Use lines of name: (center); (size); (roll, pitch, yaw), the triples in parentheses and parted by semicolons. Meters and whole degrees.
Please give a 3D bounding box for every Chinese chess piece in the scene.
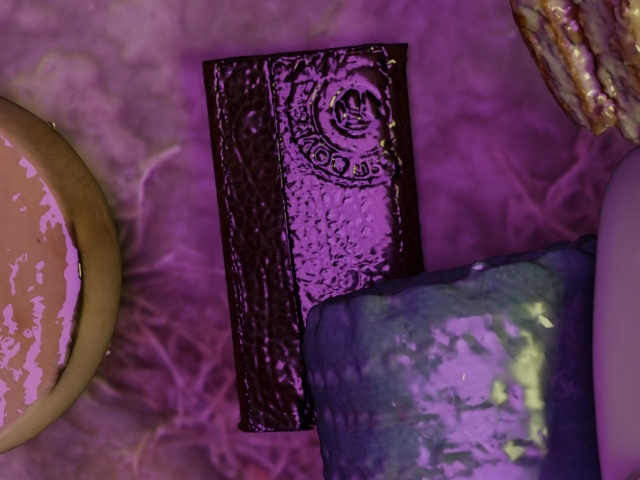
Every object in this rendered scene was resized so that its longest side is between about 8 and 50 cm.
Chinese chess piece: (-0.252, 0.022, 0.878); (0.251, 0.097, 0.250); (1, 95, 8)

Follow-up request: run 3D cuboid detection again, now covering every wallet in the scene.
wallet: (0.000, 0.000, 0.864); (0.133, 0.039, 0.243); (-4, 95, 8)

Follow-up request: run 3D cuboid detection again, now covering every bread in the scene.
bread: (0.166, -0.151, 0.688); (0.102, 0.196, 0.138); (-4, 131, 45)

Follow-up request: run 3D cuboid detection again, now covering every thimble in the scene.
thimble: (0.097, 0.081, 0.763); (0.198, 0.235, 0.143); (-13, 87, 28)

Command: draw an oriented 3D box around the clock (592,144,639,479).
clock: (0.242, 0.121, 0.677); (0.109, 0.265, 0.324); (-16, 55, 35)
